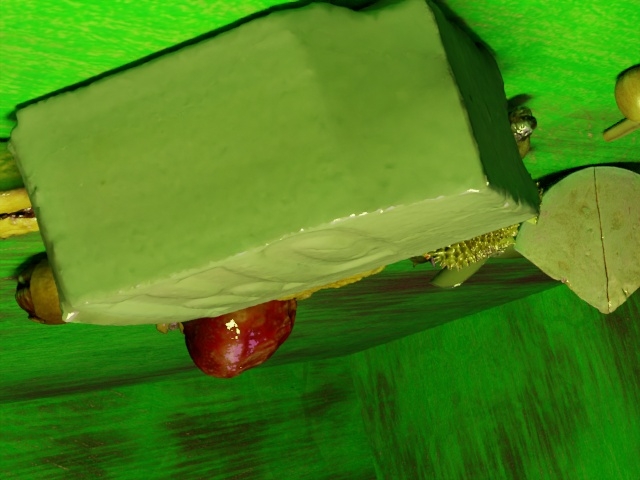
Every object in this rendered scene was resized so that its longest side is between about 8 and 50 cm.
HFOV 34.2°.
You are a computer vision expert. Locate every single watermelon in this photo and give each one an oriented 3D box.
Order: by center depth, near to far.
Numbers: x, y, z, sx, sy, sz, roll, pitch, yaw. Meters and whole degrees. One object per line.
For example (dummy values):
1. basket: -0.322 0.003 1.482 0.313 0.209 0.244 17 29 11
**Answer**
1. watermelon: 0.471 -0.004 1.940 0.319 0.292 0.222 -54 -167 -23

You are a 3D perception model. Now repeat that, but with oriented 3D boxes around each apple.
1. apple: 0.426 -0.190 1.355 0.084 0.071 0.084 -13 168 -3

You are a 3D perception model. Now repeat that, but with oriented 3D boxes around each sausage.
1. sausage: 0.479 -0.181 1.580 0.024 0.024 0.132 -8 168 -27

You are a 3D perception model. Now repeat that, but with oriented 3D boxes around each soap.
1. soap: -0.029 -0.069 1.065 0.435 0.213 0.350 -18 167 18

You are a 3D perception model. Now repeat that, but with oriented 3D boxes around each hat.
1. hat: 0.268 0.019 1.976 0.175 0.085 0.147 -37 -175 -8

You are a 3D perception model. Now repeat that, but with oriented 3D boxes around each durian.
1. durian: 0.211 -0.050 1.583 0.137 0.193 0.237 37 131 -19

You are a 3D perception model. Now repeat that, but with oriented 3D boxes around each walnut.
1. walnut: -0.403 0.076 1.579 0.115 0.116 0.207 -8 174 -27

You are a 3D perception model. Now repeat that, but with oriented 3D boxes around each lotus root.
1. lotus root: 0.217 -0.124 1.393 0.113 0.088 0.192 2 161 -34

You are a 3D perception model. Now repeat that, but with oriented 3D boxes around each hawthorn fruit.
1. hawthorn fruit: -0.131 0.119 1.884 0.266 0.210 0.230 -25 158 -16

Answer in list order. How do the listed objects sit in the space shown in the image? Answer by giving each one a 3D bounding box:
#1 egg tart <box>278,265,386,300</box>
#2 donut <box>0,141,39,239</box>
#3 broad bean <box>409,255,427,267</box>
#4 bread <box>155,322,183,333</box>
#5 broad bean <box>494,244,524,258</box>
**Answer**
1. egg tart: 0.000 0.000 1.576 0.351 0.153 0.339 -16 171 13
2. donut: -0.338 -0.052 1.109 0.166 0.073 0.184 -23 166 35
3. broad bean: 0.212 0.002 2.022 0.077 0.061 0.339 -51 179 -16
4. bread: -0.230 0.137 2.114 0.225 0.081 0.134 -13 167 -3
5. broad bean: 0.448 -0.010 2.123 0.263 0.121 0.189 -9 168 -10
